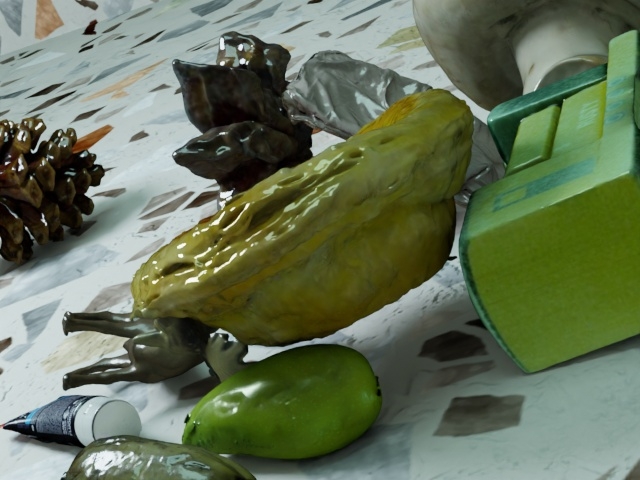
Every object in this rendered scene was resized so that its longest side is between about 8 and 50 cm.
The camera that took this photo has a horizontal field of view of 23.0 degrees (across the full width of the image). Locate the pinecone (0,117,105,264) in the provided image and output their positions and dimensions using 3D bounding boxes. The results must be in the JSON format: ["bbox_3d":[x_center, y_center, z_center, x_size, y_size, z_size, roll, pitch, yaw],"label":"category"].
[{"bbox_3d":[-0.369,-0.069,1.951,0.212,0.168,0.186,-31,18,-23],"label":"pinecone"}]

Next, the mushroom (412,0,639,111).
[{"bbox_3d":[0.230,-0.202,1.521,0.298,0.297,0.290,-14,54,26],"label":"mushroom"}]

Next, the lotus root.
[{"bbox_3d":[-0.115,0.179,1.095,0.179,0.080,0.089,0,-12,41],"label":"lotus root"}]

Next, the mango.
[{"bbox_3d":[-0.033,0.122,1.169,0.165,0.074,0.091,-15,21,22],"label":"mango"}]

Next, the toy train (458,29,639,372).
[{"bbox_3d":[0.249,-0.056,1.227,0.253,0.160,0.397,-22,18,21],"label":"toy train"}]

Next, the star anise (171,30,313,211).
[{"bbox_3d":[-0.053,-0.091,1.528,0.109,0.236,0.223,-16,20,23],"label":"star anise"}]

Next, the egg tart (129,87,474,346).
[{"bbox_3d":[0.000,0.000,1.207,0.319,0.128,0.319,-29,4,2],"label":"egg tart"}]

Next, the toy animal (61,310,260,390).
[{"bbox_3d":[-0.127,0.085,1.344,0.186,0.093,0.214,0,0,-10],"label":"toy animal"}]

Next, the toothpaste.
[{"bbox_3d":[-0.212,0.153,1.355,0.071,0.045,0.193,-24,10,-31],"label":"toothpaste"}]

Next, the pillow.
[{"bbox_3d":[0.087,-0.108,1.496,0.248,0.049,0.135,27,38,10],"label":"pillow"}]
